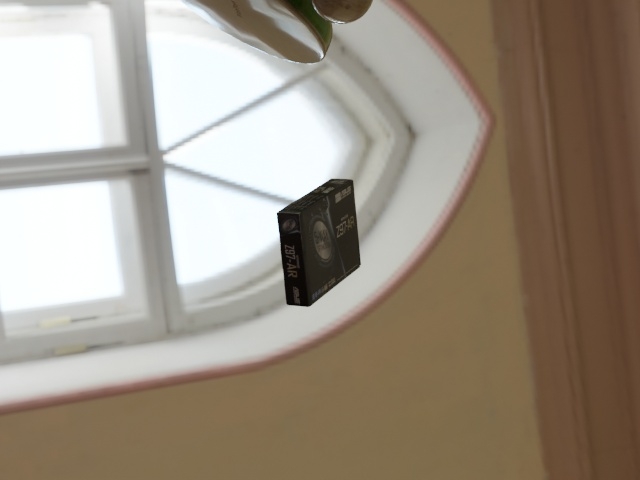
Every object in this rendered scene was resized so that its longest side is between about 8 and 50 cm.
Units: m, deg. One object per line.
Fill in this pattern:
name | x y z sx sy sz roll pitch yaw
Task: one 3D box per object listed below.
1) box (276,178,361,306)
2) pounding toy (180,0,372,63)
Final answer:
box | 0.000 0.000 0.813 0.018 0.083 0.067 4 -70 27
pounding toy | -0.043 -0.252 1.026 0.110 0.183 0.237 -61 -165 -9
